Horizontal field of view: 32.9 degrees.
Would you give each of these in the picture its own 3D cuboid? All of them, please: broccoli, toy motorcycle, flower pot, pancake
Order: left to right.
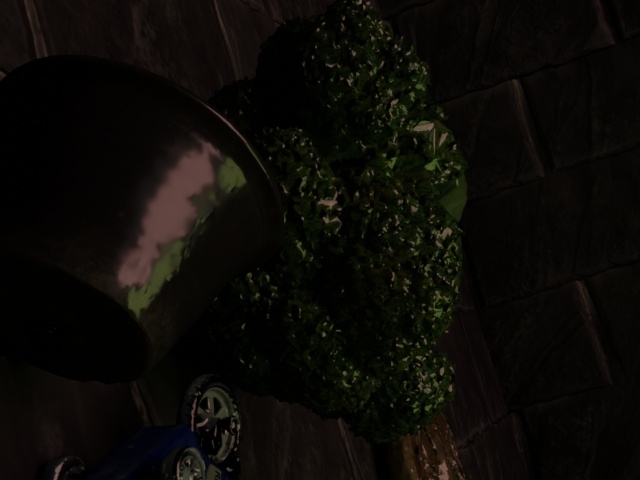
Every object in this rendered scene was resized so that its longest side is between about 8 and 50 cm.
[{"bbox_3d":[-0.156,0.004,0.758,0.235,0.235,0.148,57,39,-38],"label":"flower pot"},{"bbox_3d":[-0.118,0.222,0.777,0.315,0.113,0.169,-41,121,-63],"label":"toy motorcycle"},{"bbox_3d":[-0.005,0.000,1.006,0.310,0.321,0.413,-47,124,-65],"label":"broccoli"},{"bbox_3d":[0.181,0.393,1.588,0.387,0.082,0.387,58,17,-30],"label":"pancake"}]
